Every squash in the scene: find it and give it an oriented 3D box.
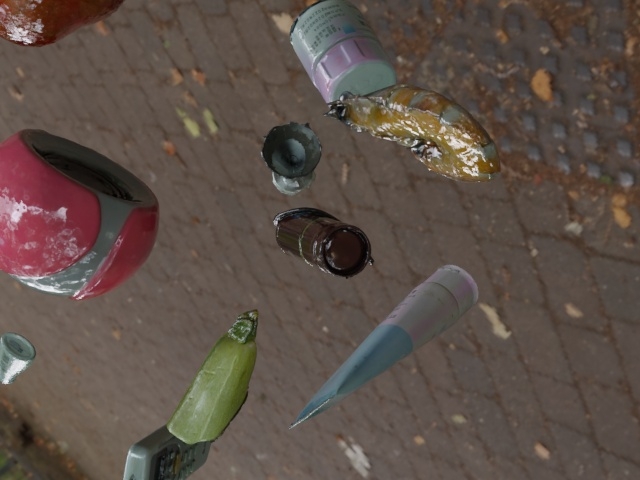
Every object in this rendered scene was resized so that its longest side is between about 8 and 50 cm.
[{"bbox_3d":[-0.127,0.184,1.270,0.075,0.200,0.090,30,-179,-16],"label":"squash"}]

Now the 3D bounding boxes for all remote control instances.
[{"bbox_3d":[-0.290,0.421,1.821,0.056,0.296,0.140,14,101,18],"label":"remote control"}]

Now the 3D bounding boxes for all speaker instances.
[{"bbox_3d":[-0.410,-0.047,1.484,0.294,0.294,0.294,39,153,24],"label":"speaker"}]

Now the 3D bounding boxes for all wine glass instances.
[{"bbox_3d":[-0.055,-0.159,1.896,0.122,0.122,0.183,47,174,8],"label":"wine glass"}]

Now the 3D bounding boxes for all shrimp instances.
[{"bbox_3d":[0.118,-0.139,1.223,0.317,0.062,0.164,21,154,54],"label":"shrimp"}]

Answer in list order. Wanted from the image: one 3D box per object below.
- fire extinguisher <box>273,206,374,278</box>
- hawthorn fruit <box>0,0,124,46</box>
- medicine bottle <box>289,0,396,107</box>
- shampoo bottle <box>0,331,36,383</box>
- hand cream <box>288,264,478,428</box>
[{"bbox_3d":[0.000,0.000,1.766,0.141,0.105,0.341,29,178,-20],"label":"fire extinguisher"},{"bbox_3d":[-0.366,-0.403,1.099,0.287,0.287,0.330,31,147,36],"label":"hawthorn fruit"},{"bbox_3d":[0.038,-0.303,1.550,0.135,0.135,0.168,87,162,-53],"label":"medicine bottle"},{"bbox_3d":[-0.563,0.222,1.710,0.069,0.041,0.190,34,147,-6],"label":"shampoo bottle"},{"bbox_3d":[0.089,0.132,1.157,0.070,0.312,0.111,50,142,3],"label":"hand cream"}]
